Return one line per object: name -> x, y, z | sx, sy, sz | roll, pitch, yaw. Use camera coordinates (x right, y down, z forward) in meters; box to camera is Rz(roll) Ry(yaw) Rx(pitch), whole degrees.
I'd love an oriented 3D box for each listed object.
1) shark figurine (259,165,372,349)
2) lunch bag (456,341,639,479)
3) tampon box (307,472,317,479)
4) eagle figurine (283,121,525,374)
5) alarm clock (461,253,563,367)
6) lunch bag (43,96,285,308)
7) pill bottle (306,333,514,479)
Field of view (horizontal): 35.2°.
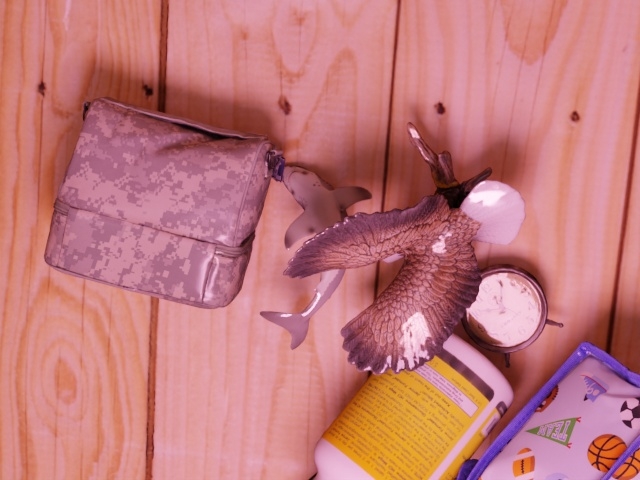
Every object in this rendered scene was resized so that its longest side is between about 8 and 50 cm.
shark figurine -> 0.014, 0.022, 1.523 | 0.166, 0.116, 0.278 | -3, 74, 24
lunch bag -> 0.370, 0.393, 1.398 | 0.385, 0.239, 0.328 | -49, 118, -3
tampon box -> -0.008, 0.462, 1.618 | 0.161, 0.101, 0.120 | -42, 91, 14
eagle figurine -> 0.124, 0.019, 1.419 | 0.226, 0.298, 0.225 | 33, 147, 15
alarm clock -> 0.264, 0.086, 1.523 | 0.129, 0.064, 0.192 | -39, 93, 12
lunch bag -> -0.227, -0.062, 1.499 | 0.305, 0.212, 0.256 | 15, 103, 5
pill bottle -> 0.113, 0.296, 1.468 | 0.188, 0.188, 0.334 | 41, 79, 0
